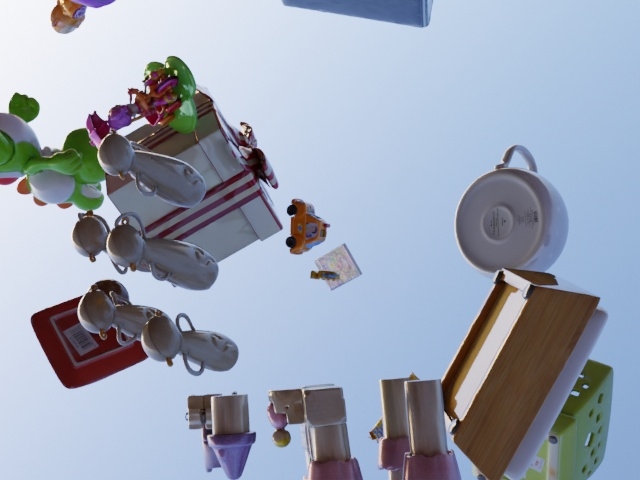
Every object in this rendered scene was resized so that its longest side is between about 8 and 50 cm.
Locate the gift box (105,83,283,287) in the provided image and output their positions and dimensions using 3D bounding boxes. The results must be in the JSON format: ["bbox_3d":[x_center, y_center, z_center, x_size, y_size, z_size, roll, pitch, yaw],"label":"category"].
[{"bbox_3d":[-0.222,-0.115,1.557,0.258,0.276,0.255,-29,-144,1],"label":"gift box"}]

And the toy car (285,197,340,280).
[{"bbox_3d":[0.000,0.000,0.912,0.040,0.122,0.060,1,-110,19],"label":"toy car"}]

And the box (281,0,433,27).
[{"bbox_3d":[0.077,-0.666,1.441,0.297,0.480,0.472,12,-94,8],"label":"box"}]

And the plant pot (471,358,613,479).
[{"bbox_3d":[0.400,0.347,1.648,0.227,0.228,0.207,12,-149,31],"label":"plant pot"}]

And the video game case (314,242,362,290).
[{"bbox_3d":[0.042,0.066,2.161,0.011,0.087,0.122,-28,178,-43],"label":"video game case"}]

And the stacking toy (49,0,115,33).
[{"bbox_3d":[-0.321,-0.390,1.224,0.175,0.165,0.302,-47,179,-44],"label":"stacking toy"}]

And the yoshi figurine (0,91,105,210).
[{"bbox_3d":[-0.521,-0.185,1.633,0.203,0.362,0.204,-8,-117,37],"label":"yoshi figurine"}]

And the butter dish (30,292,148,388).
[{"bbox_3d":[-0.394,0.184,1.501,0.159,0.118,0.160,-20,-117,-32],"label":"butter dish"}]

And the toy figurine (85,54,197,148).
[{"bbox_3d":[-0.288,-0.198,1.378,0.159,0.130,0.173,-38,180,-30],"label":"toy figurine"}]

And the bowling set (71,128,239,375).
[{"bbox_3d":[-0.225,0.047,0.995,0.199,0.154,0.287,-31,-121,24],"label":"bowling set"}]

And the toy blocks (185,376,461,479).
[{"bbox_3d":[-0.004,0.306,1.063,0.308,0.260,0.288,-4,172,-4],"label":"toy blocks"}]

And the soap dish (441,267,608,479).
[{"bbox_3d":[0.272,0.178,1.270,0.291,0.118,0.229,-62,-175,4],"label":"soap dish"}]

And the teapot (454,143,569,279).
[{"bbox_3d":[0.415,-0.033,1.834,0.252,0.187,0.256,46,-64,34],"label":"teapot"}]

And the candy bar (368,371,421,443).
[{"bbox_3d":[0.153,0.343,1.792,0.040,0.018,0.161,37,-88,32],"label":"candy bar"}]
